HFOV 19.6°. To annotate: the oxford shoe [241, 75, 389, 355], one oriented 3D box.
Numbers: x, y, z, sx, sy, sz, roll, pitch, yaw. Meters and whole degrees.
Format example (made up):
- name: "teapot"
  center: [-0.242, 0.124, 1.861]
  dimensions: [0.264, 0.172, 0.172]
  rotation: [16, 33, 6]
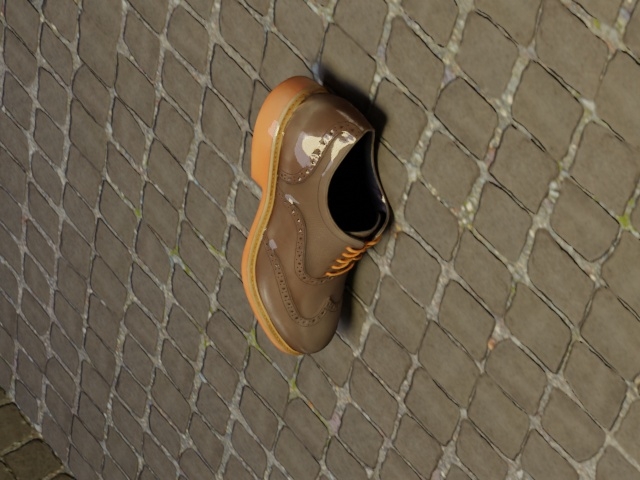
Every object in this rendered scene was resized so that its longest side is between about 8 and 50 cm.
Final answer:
- name: "oxford shoe"
  center: [0.000, 0.000, 2.054]
  dimensions: [0.133, 0.130, 0.363]
  rotation: [29, 138, 32]
